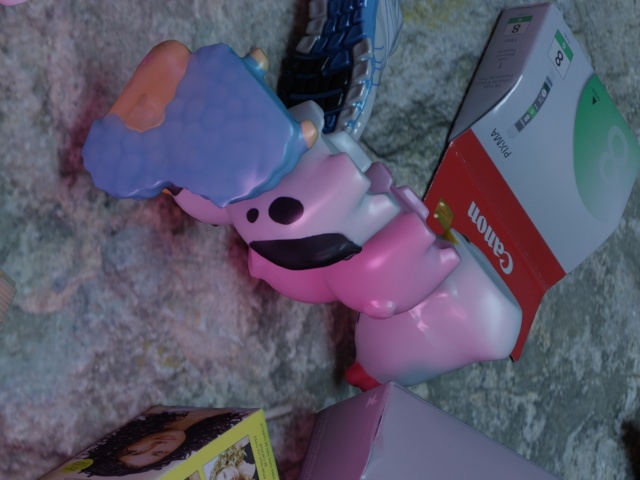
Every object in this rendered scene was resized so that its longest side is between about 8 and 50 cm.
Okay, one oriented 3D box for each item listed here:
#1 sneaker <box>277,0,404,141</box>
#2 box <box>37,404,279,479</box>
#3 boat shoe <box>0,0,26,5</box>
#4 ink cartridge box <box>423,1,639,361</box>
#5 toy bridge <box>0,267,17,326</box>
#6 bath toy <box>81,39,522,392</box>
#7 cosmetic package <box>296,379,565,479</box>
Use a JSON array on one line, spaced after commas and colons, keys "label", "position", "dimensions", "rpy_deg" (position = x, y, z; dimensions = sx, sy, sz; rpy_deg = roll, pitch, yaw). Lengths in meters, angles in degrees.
[{"label": "sneaker", "position": [0.026, -0.129, 1.352], "dimensions": [0.083, 0.071, 0.190], "rpy_deg": [38, 57, -51]}, {"label": "box", "position": [-0.124, 0.161, 1.105], "dimensions": [0.232, 0.087, 0.058], "rpy_deg": [-32, 114, -51]}, {"label": "boat shoe", "position": [-0.133, -0.194, 1.153], "dimensions": [0.184, 0.066, 0.063], "rpy_deg": [-49, 138, -47]}, {"label": "ink cartridge box", "position": [0.169, -0.046, 1.546], "dimensions": [0.181, 0.056, 0.224], "rpy_deg": [53, 46, -35]}, {"label": "toy bridge", "position": [-0.221, -0.024, 1.043], "dimensions": [0.188, 0.026, 0.063], "rpy_deg": [48, 49, -39]}, {"label": "bath toy", "position": [0.000, 0.000, 1.257], "dimensions": [0.348, 0.129, 0.151], "rpy_deg": [39, 14, -49]}, {"label": "cosmetic package", "position": [0.097, 0.206, 1.317], "dimensions": [0.238, 0.107, 0.127], "rpy_deg": [31, 59, -17]}]
